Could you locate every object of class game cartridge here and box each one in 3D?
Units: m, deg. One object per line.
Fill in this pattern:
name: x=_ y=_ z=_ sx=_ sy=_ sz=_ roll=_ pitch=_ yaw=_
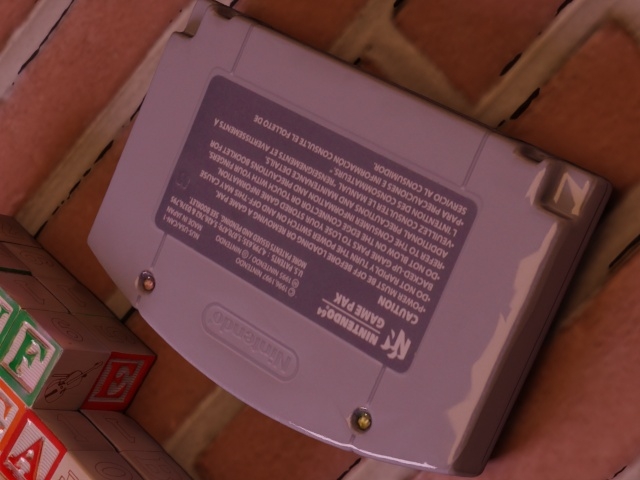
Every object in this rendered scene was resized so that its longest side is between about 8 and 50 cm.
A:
game cartridge: x=0.000 y=0.000 z=0.842 sx=0.294 sy=0.060 sz=0.196 roll=30 pitch=97 yaw=35

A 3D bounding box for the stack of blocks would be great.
stack of blocks: x=-0.181 y=0.125 z=0.927 sx=0.297 sy=0.087 sz=0.171 roll=40 pitch=105 yaw=33
